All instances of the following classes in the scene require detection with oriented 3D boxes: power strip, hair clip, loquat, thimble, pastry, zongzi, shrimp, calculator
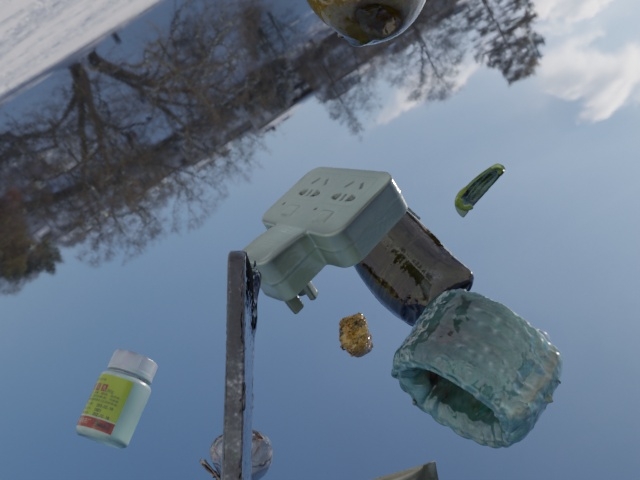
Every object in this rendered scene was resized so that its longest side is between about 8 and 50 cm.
[{"bbox_3d":[0.000,0.000,1.082,0.261,0.141,0.229,-45,-149,-23],"label":"power strip"},{"bbox_3d":[0.422,-0.141,1.686,0.188,0.060,0.033,-50,-166,36],"label":"hair clip"},{"bbox_3d":[0.058,-0.380,0.877,0.179,0.179,0.228,-25,-121,19],"label":"loquat"},{"bbox_3d":[0.224,0.185,0.905,0.235,0.199,0.143,12,-129,44],"label":"thimble"},{"bbox_3d":[0.066,0.171,1.130,0.056,0.080,0.140,-14,173,10],"label":"pastry"},{"bbox_3d":[0.197,0.065,1.626,0.207,0.403,0.432,-39,158,-5],"label":"zongzi"},{"bbox_3d":[-0.178,0.495,1.363,0.145,0.343,0.117,-15,-125,-18],"label":"shrimp"},{"bbox_3d":[-0.062,0.142,0.489,0.021,0.262,0.161,1,168,-3],"label":"calculator"}]

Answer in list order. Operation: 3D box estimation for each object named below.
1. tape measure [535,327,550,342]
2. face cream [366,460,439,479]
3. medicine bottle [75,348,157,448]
[{"bbox_3d":[0.446,0.227,1.353,0.094,0.091,0.054,-18,-138,37],"label":"tape measure"},{"bbox_3d":[0.054,0.493,1.149,0.340,0.138,0.084,-14,-156,0],"label":"face cream"},{"bbox_3d":[-0.520,0.409,1.623,0.139,0.139,0.226,-10,-130,43],"label":"medicine bottle"}]
